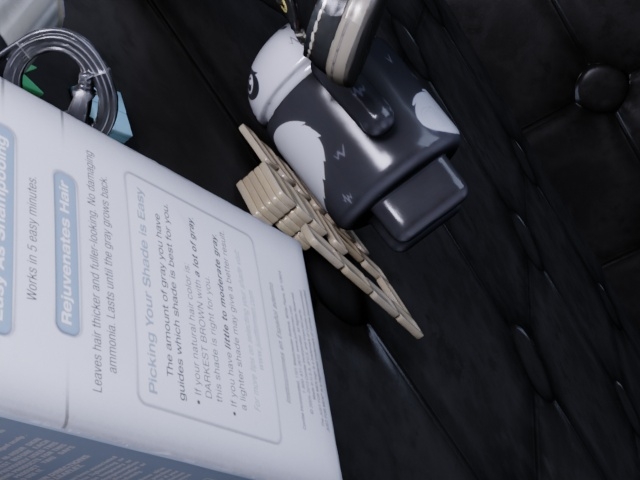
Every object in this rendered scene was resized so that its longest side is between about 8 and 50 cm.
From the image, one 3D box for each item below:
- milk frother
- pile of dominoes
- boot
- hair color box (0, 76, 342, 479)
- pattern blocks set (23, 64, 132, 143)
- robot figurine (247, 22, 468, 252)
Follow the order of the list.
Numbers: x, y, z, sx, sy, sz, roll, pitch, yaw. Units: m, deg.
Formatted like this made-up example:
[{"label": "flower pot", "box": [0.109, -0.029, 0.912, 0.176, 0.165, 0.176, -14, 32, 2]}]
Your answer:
[{"label": "milk frother", "box": [-0.185, -0.117, 0.583, 0.143, 0.129, 0.135, 30, 41, -15]}, {"label": "pile of dominoes", "box": [0.000, 0.000, 1.028, 0.251, 0.040, 0.196, 42, 12, -46]}, {"label": "boot", "box": [-0.073, -0.282, 0.893, 0.284, 0.138, 0.377, 19, 31, -9]}, {"label": "hair color box", "box": [-0.151, 0.037, 0.503, 0.374, 0.113, 0.185, 30, 40, -46]}, {"label": "pattern blocks set", "box": [-0.157, 0.011, 0.684, 0.325, 0.026, 0.285, 66, 22, 9]}, {"label": "robot figurine", "box": [0.039, -0.122, 1.053, 0.173, 0.209, 0.278, -29, 77, -44]}]
